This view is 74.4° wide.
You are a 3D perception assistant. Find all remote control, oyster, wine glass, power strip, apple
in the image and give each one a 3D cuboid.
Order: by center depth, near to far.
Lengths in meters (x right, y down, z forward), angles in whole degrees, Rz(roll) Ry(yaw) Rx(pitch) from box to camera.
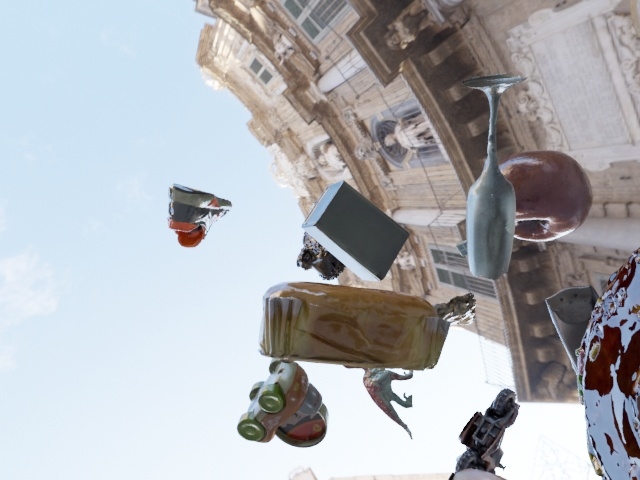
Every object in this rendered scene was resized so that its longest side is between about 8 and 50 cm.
[{"bbox_3d":[0.315,0.154,0.464,0.028,0.059,0.212,4,-116,-47],"label":"remote control"},{"bbox_3d":[0.217,-0.068,0.536,0.074,0.074,0.263,-16,-66,-18],"label":"wine glass"},{"bbox_3d":[0.413,0.013,1.148,0.040,0.090,0.016,52,-138,-11],"label":"power strip"},{"bbox_3d":[0.638,-0.136,1.242,0.305,0.305,0.235,20,-110,-20],"label":"apple"},{"bbox_3d":[0.426,0.248,1.407,0.395,0.204,0.111,-3,-112,-34],"label":"oyster"}]

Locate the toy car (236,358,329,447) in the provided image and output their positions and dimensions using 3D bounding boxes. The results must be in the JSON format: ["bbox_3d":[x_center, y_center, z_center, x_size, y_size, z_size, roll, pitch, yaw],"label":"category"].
[{"bbox_3d":[-0.074,0.434,1.080,0.234,0.145,0.235,3,-66,7],"label":"toy car"}]

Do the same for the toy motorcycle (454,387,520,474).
[{"bbox_3d":[0.352,0.413,0.882,0.212,0.084,0.118,-50,-54,-15],"label":"toy motorcycle"}]

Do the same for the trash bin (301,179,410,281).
[{"bbox_3d":[0.090,-0.023,1.130,0.240,0.122,0.164,37,-107,-19],"label":"trash bin"}]

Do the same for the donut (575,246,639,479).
[{"bbox_3d":[0.265,0.108,0.277,0.089,0.235,0.235,6,-87,5],"label":"donut"}]

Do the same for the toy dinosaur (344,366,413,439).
[{"bbox_3d":[0.138,0.341,0.961,0.167,0.242,0.053,-5,-48,-1],"label":"toy dinosaur"}]

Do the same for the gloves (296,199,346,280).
[{"bbox_3d":[0.004,0.005,1.461,0.135,0.312,0.210,28,-74,-28],"label":"gloves"}]

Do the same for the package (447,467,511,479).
[{"bbox_3d":[0.095,0.328,0.257,0.311,0.221,0.165,-38,-60,-44],"label":"package"}]

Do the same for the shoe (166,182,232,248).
[{"bbox_3d":[-0.360,-0.058,1.252,0.132,0.336,0.171,15,-91,3],"label":"shoe"}]

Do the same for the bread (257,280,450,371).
[{"bbox_3d":[0.038,0.115,0.577,0.240,0.136,0.107,7,-97,-10],"label":"bread"}]

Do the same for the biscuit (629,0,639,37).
[{"bbox_3d":[0.205,-0.185,0.165,0.041,0.239,0.213,-8,-61,0],"label":"biscuit"}]
